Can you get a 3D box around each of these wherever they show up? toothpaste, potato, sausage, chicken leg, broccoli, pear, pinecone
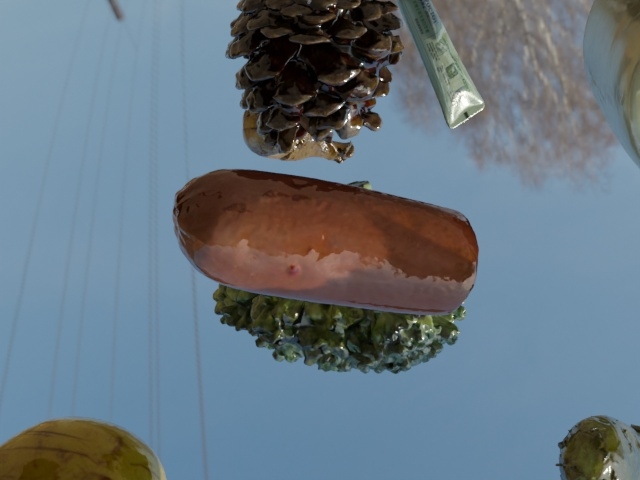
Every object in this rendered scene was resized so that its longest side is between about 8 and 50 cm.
[{"bbox_3d":[0.149,-0.254,1.349,0.064,0.218,0.041,-34,-161,-17],"label":"toothpaste"},{"bbox_3d":[0.376,0.286,1.348,0.090,0.117,0.225,-5,173,34],"label":"potato"},{"bbox_3d":[0.000,0.000,0.890,0.259,0.114,0.114,10,-149,-13],"label":"sausage"},{"bbox_3d":[-0.029,-0.162,1.521,0.085,0.207,0.101,4,-96,48],"label":"chicken leg"},{"bbox_3d":[0.023,0.077,1.428,0.324,0.272,0.334,-30,176,14],"label":"broccoli"},{"bbox_3d":[-0.324,0.366,1.349,0.280,0.281,0.281,-15,-146,11],"label":"pear"},{"bbox_3d":[-0.010,-0.184,1.050,0.184,0.205,0.179,-11,-146,-38],"label":"pinecone"}]

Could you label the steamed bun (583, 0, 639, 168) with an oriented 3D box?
[{"bbox_3d":[0.518,-0.146,1.096,0.455,0.290,0.371,6,-152,2],"label":"steamed bun"}]
